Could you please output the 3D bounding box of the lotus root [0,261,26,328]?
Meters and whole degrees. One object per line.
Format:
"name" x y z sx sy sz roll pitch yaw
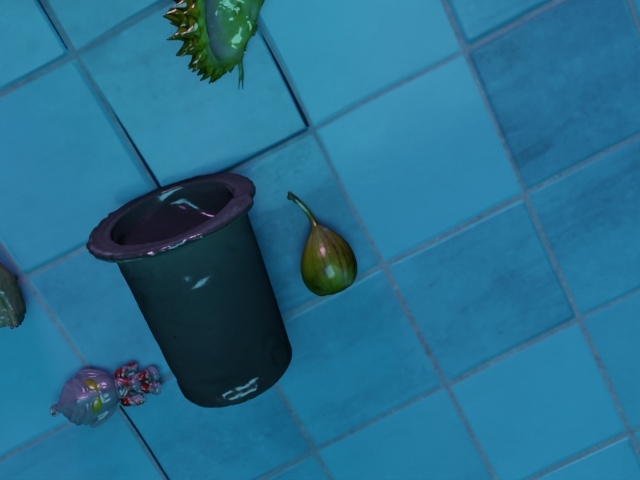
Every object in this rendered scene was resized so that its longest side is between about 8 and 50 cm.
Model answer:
"lotus root" -0.516 0.066 1.189 0.143 0.070 0.144 -1 113 1

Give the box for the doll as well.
"doll" -0.342 0.243 1.266 0.180 0.079 0.094 -16 81 -7

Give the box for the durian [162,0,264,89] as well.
"durian" -0.112 -0.376 1.040 0.169 0.157 0.355 12 108 -27

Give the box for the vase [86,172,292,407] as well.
"vase" -0.171 0.082 1.152 0.245 0.245 0.291 -16 115 0

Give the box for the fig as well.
"fig" 0.003 0.006 1.209 0.093 0.093 0.166 -17 108 0
